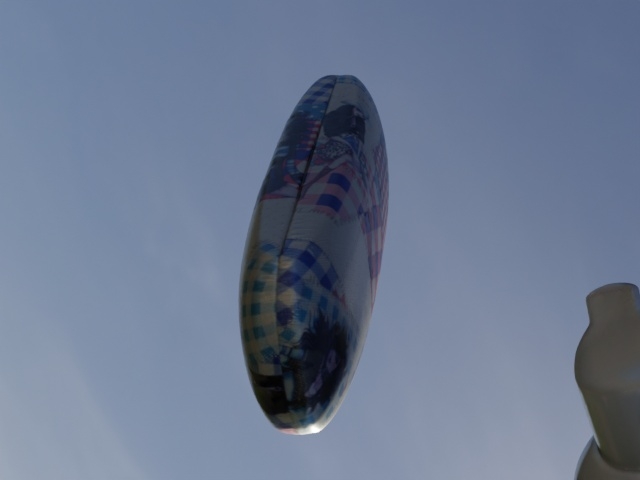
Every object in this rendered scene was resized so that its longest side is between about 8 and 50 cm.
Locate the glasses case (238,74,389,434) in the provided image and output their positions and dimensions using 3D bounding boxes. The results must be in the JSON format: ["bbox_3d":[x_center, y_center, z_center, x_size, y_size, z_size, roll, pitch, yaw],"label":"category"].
[{"bbox_3d":[0.000,0.000,1.129,0.327,0.076,0.125,-74,162,-60],"label":"glasses case"}]

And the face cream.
[{"bbox_3d":[0.254,0.209,1.230,0.145,0.145,0.369,33,-29,60],"label":"face cream"}]
